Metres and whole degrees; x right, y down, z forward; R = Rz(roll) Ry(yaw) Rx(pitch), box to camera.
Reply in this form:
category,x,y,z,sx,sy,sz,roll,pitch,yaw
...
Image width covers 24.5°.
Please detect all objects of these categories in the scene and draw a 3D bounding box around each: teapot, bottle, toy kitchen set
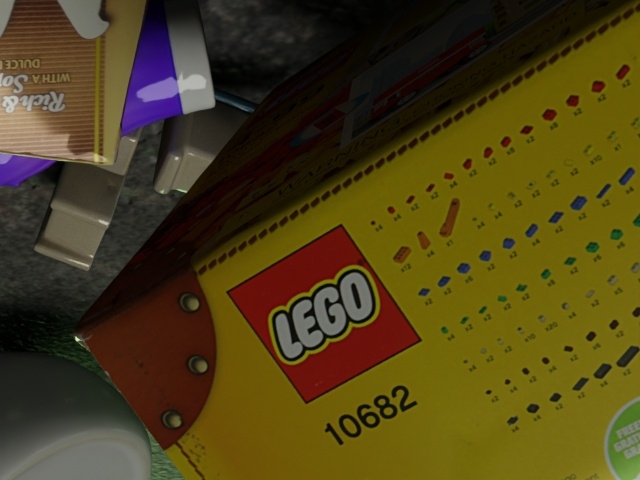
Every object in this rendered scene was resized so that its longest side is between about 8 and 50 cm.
category,x,y,z,sx,sy,sz,roll,pitch,yaw
teapot,-0.276,0.183,1.230,0.253,0.187,0.256,-25,141,-34
bottle,-0.205,-0.086,0.851,0.283,0.118,0.092,-11,-175,-4
toy kitchen set,-0.067,-0.042,1.000,0.207,0.122,0.166,21,143,-9

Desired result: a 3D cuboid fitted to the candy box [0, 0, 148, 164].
category,x,y,z,sx,sy,sz,roll,pitch,yaw
candy box,-0.237,-0.148,0.689,0.317,0.087,0.182,5,113,-24

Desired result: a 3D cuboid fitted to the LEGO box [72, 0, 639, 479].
category,x,y,z,sx,sy,sz,roll,pitch,yaw
LEGO box,0.189,-0.072,0.657,0.500,0.372,0.193,-31,102,20
